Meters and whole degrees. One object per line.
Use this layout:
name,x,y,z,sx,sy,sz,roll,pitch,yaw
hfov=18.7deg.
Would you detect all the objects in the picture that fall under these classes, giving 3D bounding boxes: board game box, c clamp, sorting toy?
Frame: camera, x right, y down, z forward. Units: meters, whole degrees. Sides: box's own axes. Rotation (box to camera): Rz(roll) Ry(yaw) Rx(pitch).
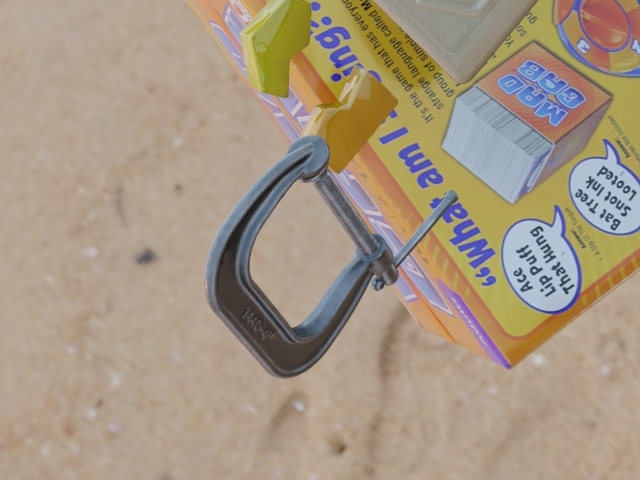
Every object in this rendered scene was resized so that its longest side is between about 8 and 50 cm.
board game box,0.144,-0.163,1.505,0.356,0.356,0.356,-37,7,-5
c clamp,0.000,0.000,0.966,0.022,0.160,0.137,30,83,31
sorting toy,0.052,-0.207,1.200,0.307,0.229,0.041,-50,29,-4
